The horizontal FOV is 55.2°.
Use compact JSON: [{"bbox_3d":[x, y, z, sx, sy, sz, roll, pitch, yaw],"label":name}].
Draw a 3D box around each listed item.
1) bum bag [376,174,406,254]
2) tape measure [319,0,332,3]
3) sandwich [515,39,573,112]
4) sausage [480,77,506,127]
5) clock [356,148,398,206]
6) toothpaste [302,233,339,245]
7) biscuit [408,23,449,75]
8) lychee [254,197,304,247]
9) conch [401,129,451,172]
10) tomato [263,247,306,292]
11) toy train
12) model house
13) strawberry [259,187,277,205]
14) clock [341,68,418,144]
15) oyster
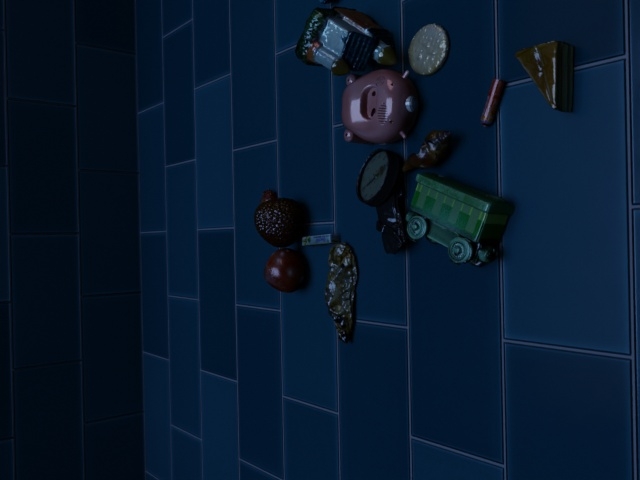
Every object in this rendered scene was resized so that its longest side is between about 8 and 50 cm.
[{"bbox_3d":[0.210,-0.080,1.864,0.123,0.060,0.248,-39,46,54],"label":"bum bag"},{"bbox_3d":[0.024,-0.879,2.069,0.125,0.081,0.145,-32,66,43],"label":"tape measure"},{"bbox_3d":[0.534,-0.381,1.462,0.114,0.080,0.163,2,94,53],"label":"sandwich"},{"bbox_3d":[0.448,-0.357,1.600,0.034,0.034,0.129,33,115,45],"label":"sausage"},{"bbox_3d":[0.172,-0.196,1.886,0.184,0.040,0.184,-45,35,45],"label":"clock"},{"bbox_3d":[0.000,0.000,2.151,0.164,0.046,0.034,-6,83,51],"label":"toothpaste"},{"bbox_3d":[0.312,-0.552,1.773,0.152,0.020,0.151,1,92,51],"label":"biscuit"},{"bbox_3d":[-0.149,-0.065,2.231,0.195,0.195,0.194,2,93,51],"label":"lychee"},{"bbox_3d":[0.306,-0.243,1.742,0.080,0.086,0.232,51,135,13],"label":"conch"},{"bbox_3d":[-0.134,0.115,2.237,0.167,0.167,0.167,2,93,51],"label":"tomato"},{"bbox_3d":[0.361,-0.056,1.652,0.301,0.120,0.202,32,112,46],"label":"toy train"},{"bbox_3d":[0.110,-0.578,1.865,0.291,0.253,0.184,39,124,31],"label":"model house"},{"bbox_3d":[-0.206,-0.130,2.398,0.104,0.048,0.152,-10,80,54],"label":"strawberry"},{"bbox_3d":[0.183,-0.404,1.845,0.241,0.142,0.226,8,97,47],"label":"clock"},{"bbox_3d":[0.070,0.176,2.058,0.129,0.079,0.344,-4,85,42],"label":"oyster"}]
